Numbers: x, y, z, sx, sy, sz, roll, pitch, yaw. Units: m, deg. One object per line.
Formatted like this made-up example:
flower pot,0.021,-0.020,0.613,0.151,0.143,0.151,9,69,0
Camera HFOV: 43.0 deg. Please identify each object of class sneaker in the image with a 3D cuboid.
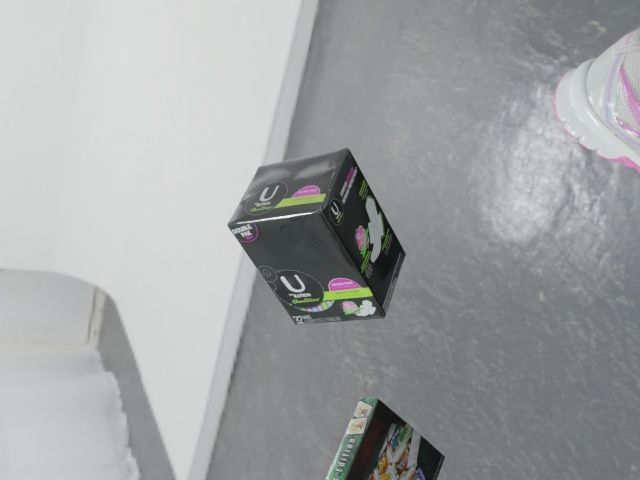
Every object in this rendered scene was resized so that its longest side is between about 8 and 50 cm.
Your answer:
sneaker,0.324,-0.084,0.678,0.103,0.252,0.111,-55,-2,-28

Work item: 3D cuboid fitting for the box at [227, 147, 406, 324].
box,0.000,0.000,0.452,0.062,0.083,0.052,-8,40,30

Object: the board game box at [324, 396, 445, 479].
board game box,0.037,0.301,0.804,0.030,0.136,0.259,0,53,44
